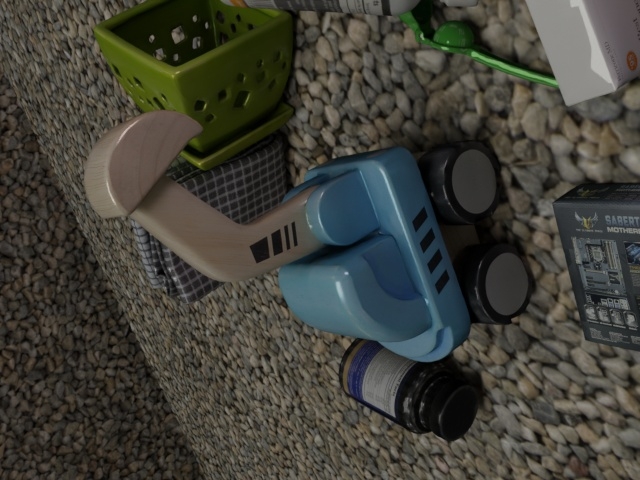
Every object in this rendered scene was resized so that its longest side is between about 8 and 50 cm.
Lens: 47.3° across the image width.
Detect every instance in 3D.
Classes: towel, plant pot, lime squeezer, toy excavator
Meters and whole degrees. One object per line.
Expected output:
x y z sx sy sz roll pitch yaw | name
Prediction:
-0.178 -0.046 1.257 0.121 0.283 0.235 31 140 36 | towel
-0.184 -0.257 1.157 0.227 0.228 0.207 34 148 35 | plant pot
0.154 -0.266 0.843 0.110 0.059 0.310 -39 81 26 | lime squeezer
0.000 0.000 0.887 0.222 0.445 0.433 -2 115 55 | toy excavator

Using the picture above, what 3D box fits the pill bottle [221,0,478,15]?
0.029 -0.317 0.753 0.278 0.162 0.162 6 129 9 | pill bottle

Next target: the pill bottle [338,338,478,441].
0.143 0.240 1.195 0.219 0.123 0.123 19 130 46 | pill bottle

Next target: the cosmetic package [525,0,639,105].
0.234 -0.257 0.676 0.060 0.099 0.239 -10 108 57 | cosmetic package

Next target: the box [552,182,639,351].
0.370 0.034 0.761 0.232 0.059 0.183 5 120 54 | box
